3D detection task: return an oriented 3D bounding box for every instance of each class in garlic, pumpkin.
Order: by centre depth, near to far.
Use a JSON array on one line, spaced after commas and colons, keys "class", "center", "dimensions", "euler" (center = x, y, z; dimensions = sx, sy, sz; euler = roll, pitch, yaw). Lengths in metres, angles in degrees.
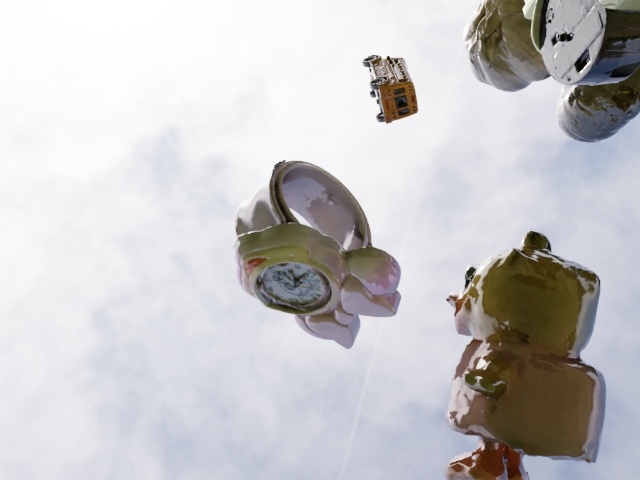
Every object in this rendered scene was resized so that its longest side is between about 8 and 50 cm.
[{"class": "garlic", "center": [0.358, -0.384, 1.222], "dimensions": [0.228, 0.152, 0.228], "euler": [-25, -125, 42]}, {"class": "pumpkin", "center": [0.533, -0.304, 1.258], "dimensions": [0.162, 0.219, 0.219], "euler": [31, -106, 1]}]

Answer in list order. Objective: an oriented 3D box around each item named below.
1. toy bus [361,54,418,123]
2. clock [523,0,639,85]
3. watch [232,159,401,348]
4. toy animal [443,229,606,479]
[{"class": "toy bus", "center": [0.138, -0.307, 1.314], "dimensions": [0.088, 0.083, 0.194], "euler": [-13, -147, 5]}, {"class": "clock", "center": [0.362, -0.364, 0.798], "dimensions": [0.120, 0.379, 0.276], "euler": [-4, -112, -12]}, {"class": "watch", "center": [0.000, 0.000, 0.992], "dimensions": [0.248, 0.211, 0.217], "euler": [31, -137, -20]}, {"class": "toy animal", "center": [0.217, 0.123, 0.714], "dimensions": [0.169, 0.195, 0.281], "euler": [-8, -116, 30]}]
